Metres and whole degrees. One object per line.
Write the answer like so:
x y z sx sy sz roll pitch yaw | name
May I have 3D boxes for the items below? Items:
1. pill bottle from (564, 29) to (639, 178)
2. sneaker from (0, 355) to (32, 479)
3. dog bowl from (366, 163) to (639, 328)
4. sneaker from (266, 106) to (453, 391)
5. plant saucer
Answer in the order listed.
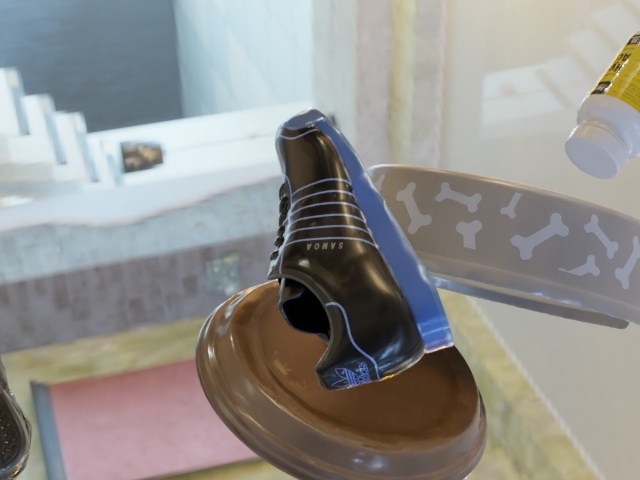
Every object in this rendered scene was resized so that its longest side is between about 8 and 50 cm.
0.243 -0.106 0.957 0.065 0.116 0.065 32 -21 14 | pill bottle
-0.346 0.142 1.193 0.227 0.087 0.130 62 -21 19 | sneaker
0.183 0.008 1.237 0.349 0.349 0.102 -179 -78 -75 | dog bowl
0.000 0.000 0.798 0.081 0.090 0.232 73 -9 -45 | sneaker
0.026 0.119 1.087 0.278 0.278 0.041 62 -40 48 | plant saucer
